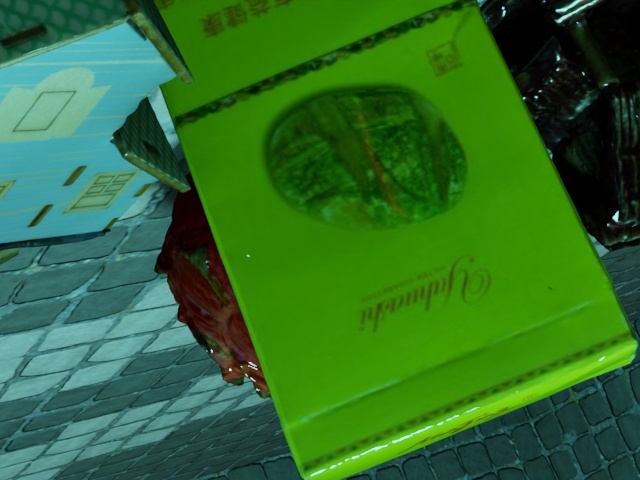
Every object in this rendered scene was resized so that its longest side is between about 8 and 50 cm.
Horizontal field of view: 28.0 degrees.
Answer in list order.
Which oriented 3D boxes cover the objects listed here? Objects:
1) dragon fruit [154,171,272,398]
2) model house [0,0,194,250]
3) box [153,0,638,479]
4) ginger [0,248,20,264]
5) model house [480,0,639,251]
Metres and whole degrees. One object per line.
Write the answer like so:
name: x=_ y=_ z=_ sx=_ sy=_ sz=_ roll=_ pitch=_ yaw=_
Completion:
dragon fruit: x=-0.005 y=0.007 z=1.042 sx=0.252 sy=0.241 sz=0.241 roll=-8 pitch=165 yaw=10
model house: x=-0.168 y=-0.103 z=0.603 sx=0.271 sy=0.178 sz=0.206 roll=-5 pitch=154 yaw=-45
box: x=0.021 y=-0.053 z=0.712 sx=0.187 sy=0.335 sz=0.047 roll=-22 pitch=160 yaw=2
ginger: x=-0.304 y=-0.031 z=0.769 sx=0.218 sy=0.123 sz=0.270 roll=-30 pitch=152 yaw=15
model house: x=0.310 y=-0.108 z=0.988 sx=0.317 sy=0.283 sz=0.297 roll=-14 pitch=162 yaw=-26
